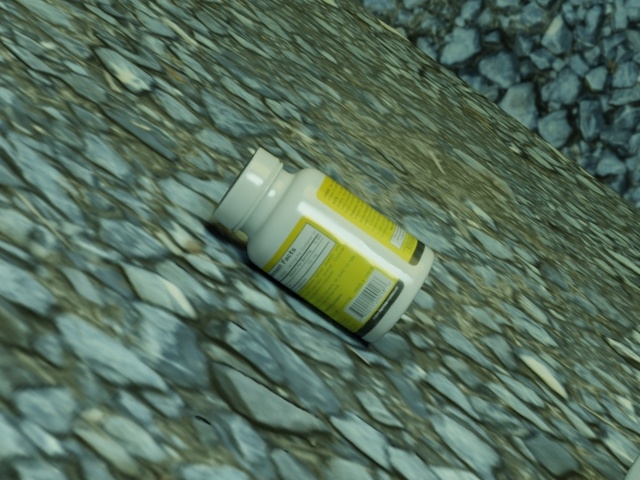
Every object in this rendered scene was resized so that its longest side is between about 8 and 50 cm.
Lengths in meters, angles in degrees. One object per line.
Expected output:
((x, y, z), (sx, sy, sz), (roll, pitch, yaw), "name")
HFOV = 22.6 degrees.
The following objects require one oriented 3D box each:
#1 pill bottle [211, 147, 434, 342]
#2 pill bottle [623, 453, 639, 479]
((0.000, 0.000, 0.893), (0.116, 0.065, 0.065), (36, 14, -6), "pill bottle")
((0.253, 0.144, 0.837), (0.162, 0.162, 0.278), (42, 16, 21), "pill bottle")
